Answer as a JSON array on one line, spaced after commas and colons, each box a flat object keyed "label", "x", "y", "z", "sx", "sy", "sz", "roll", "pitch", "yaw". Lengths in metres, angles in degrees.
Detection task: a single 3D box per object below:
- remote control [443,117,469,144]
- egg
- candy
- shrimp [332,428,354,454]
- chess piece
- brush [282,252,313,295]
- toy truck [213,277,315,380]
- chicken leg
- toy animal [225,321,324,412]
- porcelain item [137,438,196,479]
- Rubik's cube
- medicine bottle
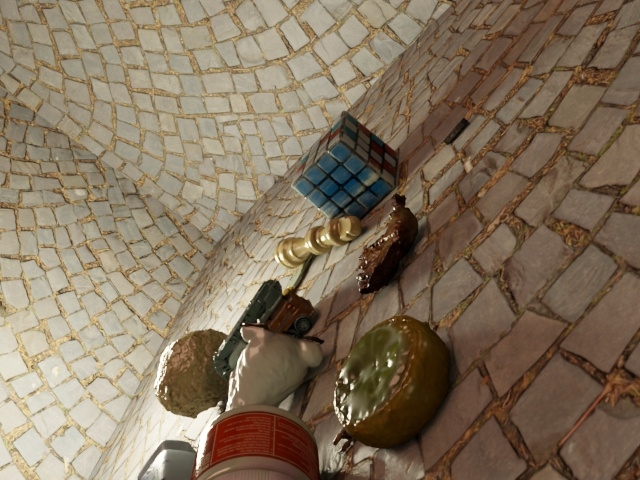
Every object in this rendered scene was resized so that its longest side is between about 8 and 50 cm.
[{"label": "remote control", "x": 0.403, "y": -0.320, "z": 1.875, "sx": 0.091, "sy": 0.016, "sz": 0.034, "roll": -49, "pitch": 32, "yaw": 16}, {"label": "egg", "x": -0.410, "y": 0.439, "z": 2.122, "sx": 0.279, "sy": 0.279, "sz": 0.311, "roll": -22, "pitch": 40, "yaw": 61}, {"label": "candy", "x": 0.134, "y": 0.268, "z": 1.208, "sx": 0.260, "sy": 0.118, "sz": 0.260, "roll": -47, "pitch": 22, "yaw": 25}, {"label": "shrimp", "x": 0.056, "y": 0.391, "z": 1.286, "sx": 0.092, "sy": 0.038, "sz": 0.029, "roll": -54, "pitch": 15, "yaw": -4}, {"label": "chess piece", "x": 0.000, "y": 0.000, "z": 2.149, "sx": 0.397, "sy": 0.117, "sz": 0.117, "roll": -23, "pitch": 33, "yaw": 48}, {"label": "brush", "x": -0.056, "y": 0.086, "z": 2.307, "sx": 0.337, "sy": 0.020, "sz": 0.085, "roll": -59, "pitch": 16, "yaw": -24}, {"label": "toy truck", "x": -0.181, "y": 0.288, "z": 1.919, "sx": 0.338, "sy": 0.184, "sz": 0.133, "roll": -52, "pitch": 15, "yaw": 3}, {"label": "chicken leg", "x": 0.179, "y": 0.005, "z": 1.672, "sx": 0.323, "sy": 0.083, "sz": 0.177, "roll": -59, "pitch": 23, "yaw": -15}, {"label": "toy animal", "x": -0.148, "y": 0.403, "z": 1.643, "sx": 0.257, "sy": 0.194, "sz": 0.358, "roll": -1, "pitch": 67, "yaw": 41}, {"label": "porcelain item", "x": -0.395, "y": 0.690, "z": 1.672, "sx": 0.243, "sy": 0.178, "sz": 0.405, "roll": -54, "pitch": 15, "yaw": -4}, {"label": "Rubik's cube", "x": 0.086, "y": -0.239, "z": 2.161, "sx": 0.259, "sy": 0.256, "sz": 0.253, "roll": -43, "pitch": 18, "yaw": 28}, {"label": "medicine bottle", "x": -0.124, "y": 0.480, "z": 1.213, "sx": 0.252, "sy": 0.252, "sz": 0.241, "roll": -49, "pitch": 15, "yaw": 14}]
